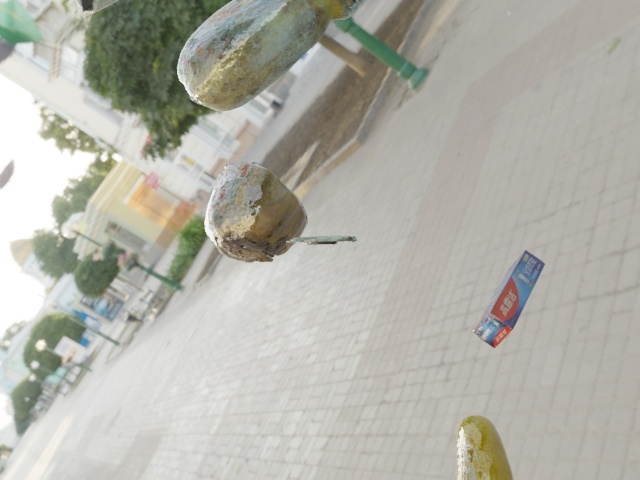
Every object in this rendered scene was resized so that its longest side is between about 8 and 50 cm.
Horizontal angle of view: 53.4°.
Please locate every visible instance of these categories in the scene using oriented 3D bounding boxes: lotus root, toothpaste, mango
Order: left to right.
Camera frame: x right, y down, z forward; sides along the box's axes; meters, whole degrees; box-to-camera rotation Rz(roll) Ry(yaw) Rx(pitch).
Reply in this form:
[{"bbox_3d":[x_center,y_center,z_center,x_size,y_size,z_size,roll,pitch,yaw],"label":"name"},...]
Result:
[{"bbox_3d":[-0.171,-0.042,1.545,0.272,0.272,0.192,-40,25,52],"label":"lotus root"},{"bbox_3d":[-0.086,-0.336,1.020,0.322,0.140,0.158,-36,17,5],"label":"lotus root"},{"bbox_3d":[0.372,0.548,1.458,0.195,0.142,0.332,78,-170,-52],"label":"mango"},{"bbox_3d":[0.453,0.131,1.512,0.320,0.066,0.076,-42,-14,-49],"label":"toothpaste"}]

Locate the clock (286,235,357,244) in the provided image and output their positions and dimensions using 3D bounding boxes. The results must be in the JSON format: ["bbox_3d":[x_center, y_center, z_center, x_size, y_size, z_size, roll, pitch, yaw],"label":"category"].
[{"bbox_3d":[0.000,0.000,0.692,0.083,0.074,0.010,177,91,-74],"label":"clock"}]

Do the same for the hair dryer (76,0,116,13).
[{"bbox_3d":[-0.225,-0.334,0.792,0.236,0.131,0.073,-56,-32,-38],"label":"hair dryer"}]
